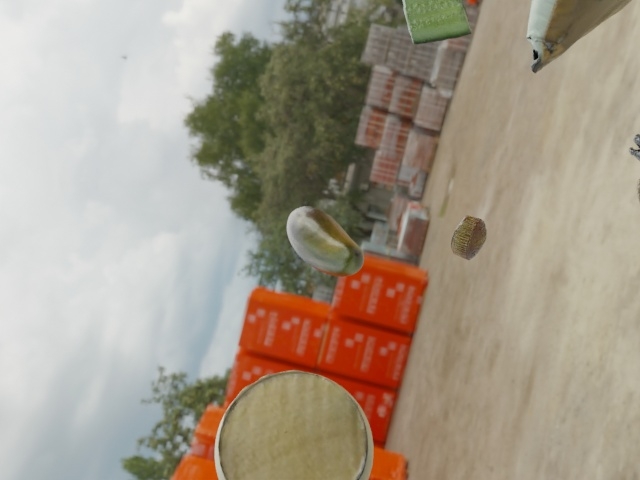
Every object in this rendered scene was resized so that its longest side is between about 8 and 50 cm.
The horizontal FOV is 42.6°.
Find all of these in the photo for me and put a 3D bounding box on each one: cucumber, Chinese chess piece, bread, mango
[{"bbox_3d":[0.208,-0.426,1.496,0.062,0.115,0.116,-86,-17,-51],"label":"cucumber"},{"bbox_3d":[-0.043,0.339,1.331,0.104,0.257,0.257,89,-165,-63],"label":"Chinese chess piece"},{"bbox_3d":[0.288,-0.004,1.565,0.085,0.053,0.085,-44,-34,-41],"label":"bread"},{"bbox_3d":[0.000,0.000,1.762,0.267,0.111,0.133,38,159,53],"label":"mango"}]

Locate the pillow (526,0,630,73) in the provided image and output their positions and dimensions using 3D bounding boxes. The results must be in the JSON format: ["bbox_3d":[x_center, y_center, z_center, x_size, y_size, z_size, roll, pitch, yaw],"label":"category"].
[{"bbox_3d":[0.315,-0.363,0.817,0.312,0.119,0.310,-41,-28,-36],"label":"pillow"}]

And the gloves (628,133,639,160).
[{"bbox_3d":[0.971,-0.244,2.204,0.142,0.286,0.119,5,-86,-48],"label":"gloves"}]

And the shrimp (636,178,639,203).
[{"bbox_3d":[0.663,-0.075,1.681,0.059,0.023,0.108,-37,-68,-54],"label":"shrimp"}]
